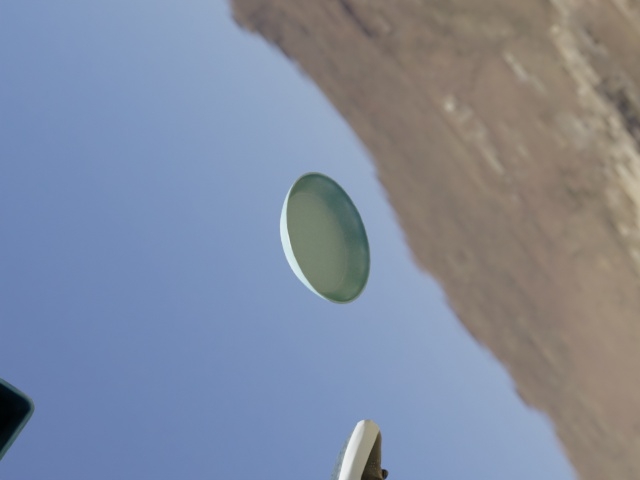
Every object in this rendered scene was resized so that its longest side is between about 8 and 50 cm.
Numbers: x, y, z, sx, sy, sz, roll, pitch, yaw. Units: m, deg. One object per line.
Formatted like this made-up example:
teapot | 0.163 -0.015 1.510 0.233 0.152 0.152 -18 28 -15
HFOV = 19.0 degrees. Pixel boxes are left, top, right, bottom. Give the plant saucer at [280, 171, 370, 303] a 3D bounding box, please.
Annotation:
plant saucer | 0.000 0.000 1.665 0.119 0.021 0.119 28 -126 -46

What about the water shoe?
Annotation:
water shoe | 0.040 0.245 1.509 0.080 0.203 0.073 11 164 -4

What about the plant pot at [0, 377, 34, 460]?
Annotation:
plant pot | -0.320 0.138 1.310 0.166 0.165 0.234 35 167 -9
